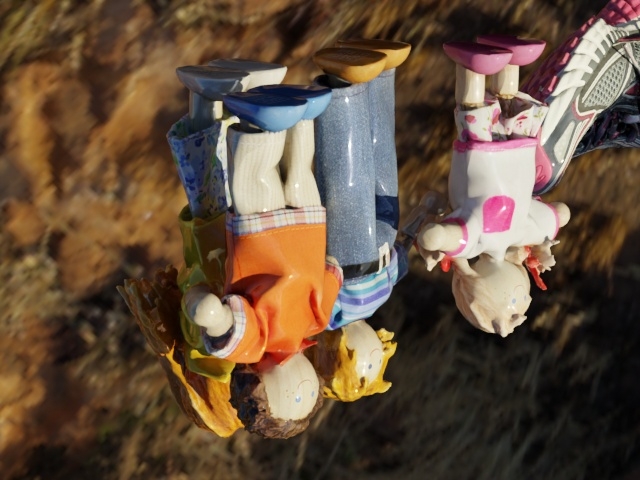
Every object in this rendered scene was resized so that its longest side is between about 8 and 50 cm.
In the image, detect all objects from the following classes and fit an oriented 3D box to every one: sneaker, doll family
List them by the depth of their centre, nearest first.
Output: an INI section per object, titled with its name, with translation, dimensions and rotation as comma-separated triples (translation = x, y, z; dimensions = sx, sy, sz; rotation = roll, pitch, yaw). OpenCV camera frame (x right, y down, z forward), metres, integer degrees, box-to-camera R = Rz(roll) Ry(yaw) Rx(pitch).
[doll family]
translation = 0.000, 0.000, 0.835
dimensions = 0.118, 0.263, 0.163
rotation = 12, 108, 35
[sneaker]
translation = 0.221, -0.109, 1.452
dimensions = 0.112, 0.299, 0.121
rotation = 45, 130, 4
